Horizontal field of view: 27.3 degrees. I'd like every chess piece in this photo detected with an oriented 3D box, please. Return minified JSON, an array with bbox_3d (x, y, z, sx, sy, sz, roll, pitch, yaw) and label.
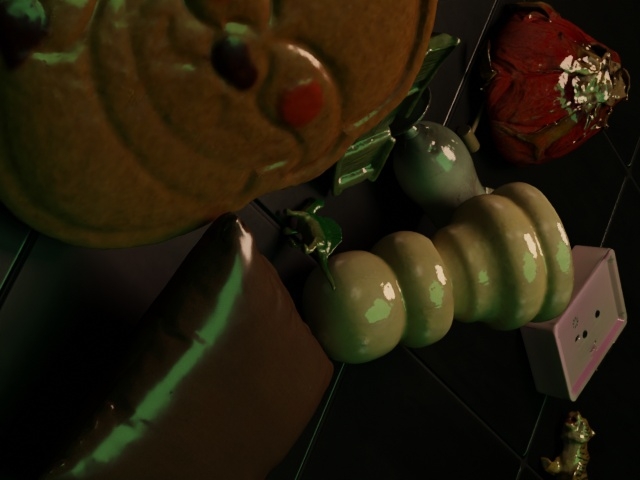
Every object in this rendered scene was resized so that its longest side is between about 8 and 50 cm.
[{"bbox_3d":[0.121,0.047,1.480,0.299,0.167,0.167,-16,111,-24],"label":"chess piece"}]

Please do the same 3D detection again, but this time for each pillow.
[{"bbox_3d":[-0.116,0.169,1.251,0.305,0.108,0.308,-55,147,-18],"label":"pillow"}]

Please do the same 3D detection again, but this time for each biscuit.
[{"bbox_3d":[-0.084,-0.168,1.120,0.455,0.078,0.350,-36,138,-7],"label":"biscuit"}]

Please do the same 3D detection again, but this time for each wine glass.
[{"bbox_3d":[0.129,-0.094,1.555,0.202,0.093,0.093,50,58,-44],"label":"wine glass"}]

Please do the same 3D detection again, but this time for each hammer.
[{"bbox_3d":[0.207,-0.167,1.704,0.035,0.019,0.110,53,54,-43],"label":"hammer"}]

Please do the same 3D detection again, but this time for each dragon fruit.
[{"bbox_3d":[0.322,-0.201,1.731,0.218,0.148,0.224,-51,135,-40],"label":"dragon fruit"}]

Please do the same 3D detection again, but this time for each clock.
[{"bbox_3d":[0.375,0.120,1.943,0.197,0.063,0.150,-47,131,-36],"label":"clock"}]

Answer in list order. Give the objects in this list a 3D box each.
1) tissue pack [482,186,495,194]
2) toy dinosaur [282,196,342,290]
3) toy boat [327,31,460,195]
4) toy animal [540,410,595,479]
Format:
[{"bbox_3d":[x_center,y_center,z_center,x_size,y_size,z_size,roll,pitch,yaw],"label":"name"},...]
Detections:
[{"bbox_3d":[0.223,-0.036,1.736,0.083,0.035,0.063,8,92,-53],"label":"tissue pack"},{"bbox_3d":[0.000,-0.001,1.415,0.060,0.120,0.029,-13,147,-26],"label":"toy dinosaur"},{"bbox_3d":[0.065,-0.141,1.370,0.093,0.293,0.055,-24,74,-26],"label":"toy boat"},{"bbox_3d":[0.380,0.382,2.009,0.099,0.056,0.241,-20,112,-49],"label":"toy animal"}]
